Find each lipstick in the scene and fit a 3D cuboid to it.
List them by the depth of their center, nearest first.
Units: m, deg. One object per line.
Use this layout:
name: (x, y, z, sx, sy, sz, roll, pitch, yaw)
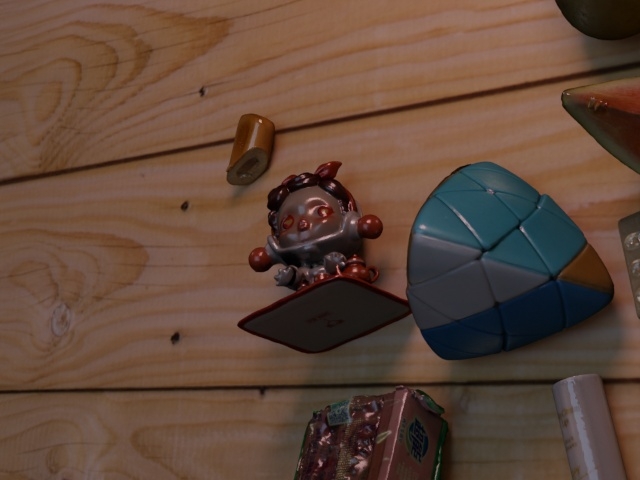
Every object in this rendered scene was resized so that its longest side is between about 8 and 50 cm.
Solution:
lipstick: (0.302, 0.273, 1.439, 0.059, 0.059, 0.263, -27, 62, 35)

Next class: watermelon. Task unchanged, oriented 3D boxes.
watermelon: (0.407, -0.082, 1.394, 0.303, 0.159, 0.128, 29, 129, 42)

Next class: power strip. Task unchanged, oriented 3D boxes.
power strip: (0.361, 0.024, 1.466, 0.056, 0.032, 0.123, -24, 64, 35)

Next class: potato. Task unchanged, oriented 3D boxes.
potato: (0.322, -0.311, 1.484, 0.157, 0.194, 0.157, -4, 74, 14)

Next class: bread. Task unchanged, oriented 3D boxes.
bread: (-0.095, -0.125, 1.905, 0.062, 0.049, 0.103, 11, 88, 51)

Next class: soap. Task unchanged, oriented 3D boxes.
soap: (0.037, 0.313, 1.580, 0.218, 0.098, 0.273, -13, 48, 37)

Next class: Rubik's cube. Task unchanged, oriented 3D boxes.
Rubik's cube: (0.201, 0.020, 1.490, 0.254, 0.254, 0.254, -12, 71, 40)

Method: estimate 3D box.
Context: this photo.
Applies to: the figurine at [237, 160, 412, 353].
figurine: (0.000, 0.000, 1.734, 0.183, 0.160, 0.226, -26, 55, 34)
